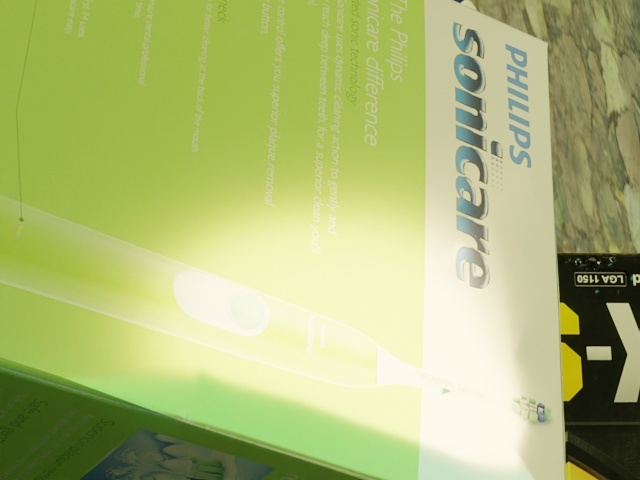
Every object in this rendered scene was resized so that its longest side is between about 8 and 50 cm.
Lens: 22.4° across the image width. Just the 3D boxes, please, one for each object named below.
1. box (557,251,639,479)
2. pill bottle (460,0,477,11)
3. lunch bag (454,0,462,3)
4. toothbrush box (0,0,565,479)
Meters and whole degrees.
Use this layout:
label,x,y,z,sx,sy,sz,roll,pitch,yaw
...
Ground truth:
label,x,y,z,sx,sy,sz,roll,pitch,yaw
box,0.100,0.135,0.696,0.079,0.322,0.257,117,-27,-74
pill bottle,0.067,-0.029,0.958,0.121,0.121,0.216,13,65,-62
lunch bag,-0.056,-0.237,0.778,0.221,0.138,0.293,39,17,-43
toothbrush box,-0.065,-0.009,0.544,0.283,0.122,0.206,19,54,-24
